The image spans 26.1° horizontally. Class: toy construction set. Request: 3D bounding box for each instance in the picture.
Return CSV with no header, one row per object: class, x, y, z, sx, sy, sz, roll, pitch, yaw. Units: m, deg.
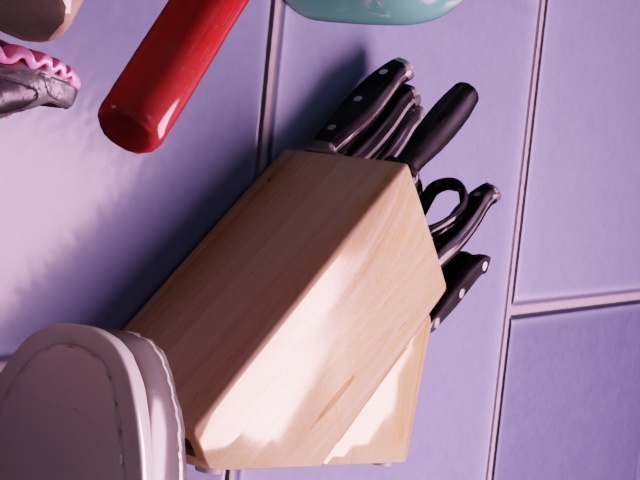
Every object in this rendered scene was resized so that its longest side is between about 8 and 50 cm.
toy construction set,-0.075,-0.217,0.414,0.237,0.257,0.309,-63,146,-34

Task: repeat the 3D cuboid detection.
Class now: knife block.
knife block,0.000,0.000,0.766,0.275,0.088,0.242,11,88,-56

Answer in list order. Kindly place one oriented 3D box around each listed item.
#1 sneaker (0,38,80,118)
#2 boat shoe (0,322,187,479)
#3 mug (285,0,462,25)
sneaker,-0.153,-0.060,0.572,0.119,0.047,0.057,4,100,-48
boat shoe,-0.104,0.178,0.641,0.091,0.109,0.305,-13,114,-54
mug,0.036,-0.175,0.767,0.158,0.097,0.129,-62,142,-26
